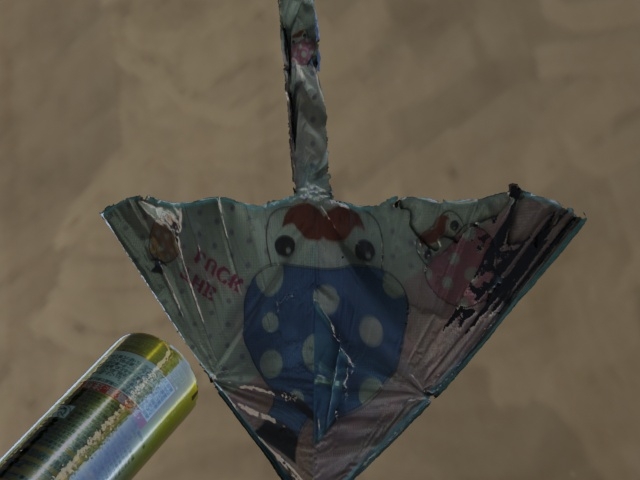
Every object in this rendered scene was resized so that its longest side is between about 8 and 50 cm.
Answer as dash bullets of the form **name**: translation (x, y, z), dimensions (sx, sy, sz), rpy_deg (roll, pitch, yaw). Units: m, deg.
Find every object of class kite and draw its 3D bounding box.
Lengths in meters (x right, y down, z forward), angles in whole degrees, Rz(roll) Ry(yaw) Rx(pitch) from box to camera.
- **kite**: translation (0.000, 0.000, 1.006), dimensions (0.335, 0.011, 0.314), rpy_deg (-1, -90, 35)

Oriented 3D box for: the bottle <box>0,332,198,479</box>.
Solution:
- **bottle**: translation (-0.193, 0.176, 1.293), dimensions (0.082, 0.082, 0.286), rpy_deg (-8, -154, 36)
